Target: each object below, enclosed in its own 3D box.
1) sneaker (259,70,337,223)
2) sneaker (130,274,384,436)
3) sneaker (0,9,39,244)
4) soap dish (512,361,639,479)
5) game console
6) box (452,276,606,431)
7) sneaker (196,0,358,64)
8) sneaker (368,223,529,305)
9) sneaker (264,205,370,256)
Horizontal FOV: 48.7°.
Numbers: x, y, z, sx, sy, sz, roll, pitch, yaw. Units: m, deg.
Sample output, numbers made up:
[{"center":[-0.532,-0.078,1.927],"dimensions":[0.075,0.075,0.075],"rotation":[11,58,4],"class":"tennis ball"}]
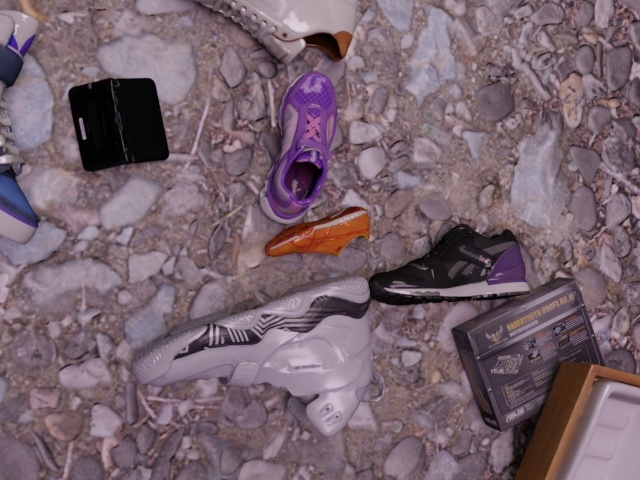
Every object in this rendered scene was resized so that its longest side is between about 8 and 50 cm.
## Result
[{"center":[-0.020,-0.141,1.060],"dimensions":[0.095,0.104,0.237],"rotation":[15,85,-15],"class":"sneaker"},{"center":[-0.073,0.193,1.026],"dimensions":[0.365,0.137,0.210],"rotation":[-17,92,-20],"class":"sneaker"},{"center":[-0.429,-0.182,0.917],"dimensions":[0.236,0.130,0.323],"rotation":[-45,97,-8],"class":"sneaker"},{"center":[0.454,0.346,1.165],"dimensions":[0.228,0.118,0.291],"rotation":[16,97,-26],"class":"soap dish"},{"center":[-0.291,-0.168,1.023],"dimensions":[0.107,0.071,0.122],"rotation":[-10,93,13],"class":"game console"},{"center":[0.358,0.190,1.203],"dimensions":[0.231,0.056,0.183],"rotation":[-23,97,-16],"class":"box"},{"center":[-0.081,-0.331,1.038],"dimensions":[0.290,0.106,0.123],"rotation":[7,86,-19],"class":"sneaker"},{"center":[0.200,0.037,1.143],"dimensions":[0.283,0.107,0.124],"rotation":[-1,80,-23],"class":"sneaker"},{"center":[0.000,0.000,1.090],"dimensions":[0.175,0.064,0.068],"rotation":[-16,105,-14],"class":"sneaker"}]
